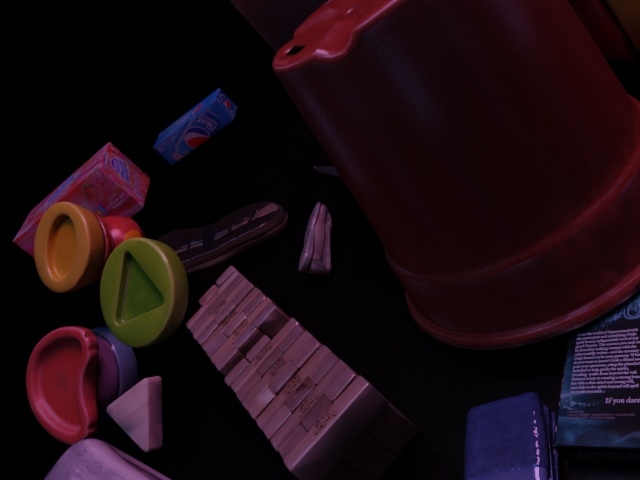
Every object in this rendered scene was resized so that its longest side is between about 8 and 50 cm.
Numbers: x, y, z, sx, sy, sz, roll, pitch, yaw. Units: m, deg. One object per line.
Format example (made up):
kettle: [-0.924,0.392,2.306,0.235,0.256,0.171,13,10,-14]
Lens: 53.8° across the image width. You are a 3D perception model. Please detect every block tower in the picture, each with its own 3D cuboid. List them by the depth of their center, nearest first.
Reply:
block tower: [-0.037,0.128,0.631,0.091,0.097,0.335,-48,27,-7]

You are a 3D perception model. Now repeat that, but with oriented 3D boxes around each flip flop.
flip flop: [-0.170,0.024,0.963,0.277,0.080,0.112,-22,35,7]

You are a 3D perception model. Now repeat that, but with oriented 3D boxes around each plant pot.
plant pot: [0.118,-0.101,0.520,0.272,0.265,0.272,-32,24,16]

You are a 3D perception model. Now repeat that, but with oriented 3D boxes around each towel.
towel: [0.129,0.166,0.430,0.067,0.029,0.119,-23,36,33]

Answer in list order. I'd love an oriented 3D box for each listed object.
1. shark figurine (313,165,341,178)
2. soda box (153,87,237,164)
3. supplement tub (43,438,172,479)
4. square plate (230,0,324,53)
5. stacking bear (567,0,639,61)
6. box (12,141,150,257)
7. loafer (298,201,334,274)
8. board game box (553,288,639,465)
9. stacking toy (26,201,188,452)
shark figurine: [0.054,-0.202,0.906,0.278,0.116,0.166,-62,21,-9]
soda box: [-0.301,-0.272,1.519,0.210,0.067,0.071,-31,32,24]
supplement tub: [-0.186,0.333,0.433,0.207,0.207,0.338,2,53,53]
square plate: [0.102,-0.283,0.681,0.347,0.049,0.344,-18,-2,9]
stacking bear: [0.311,-0.244,0.613,0.289,0.164,0.175,-32,30,30]
box: [-0.575,-0.076,1.536,0.300,0.142,0.154,-36,29,15]
loafer: [0.000,0.000,0.815,0.125,0.039,0.045,-78,10,-50]
board game box: [0.247,0.079,0.395,0.186,0.026,0.126,-14,40,43]
stacking toy: [-0.254,0.114,0.842,0.279,0.130,0.309,9,93,33]
